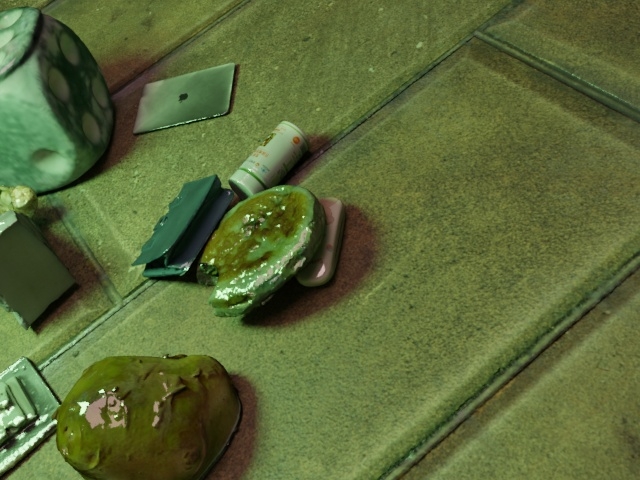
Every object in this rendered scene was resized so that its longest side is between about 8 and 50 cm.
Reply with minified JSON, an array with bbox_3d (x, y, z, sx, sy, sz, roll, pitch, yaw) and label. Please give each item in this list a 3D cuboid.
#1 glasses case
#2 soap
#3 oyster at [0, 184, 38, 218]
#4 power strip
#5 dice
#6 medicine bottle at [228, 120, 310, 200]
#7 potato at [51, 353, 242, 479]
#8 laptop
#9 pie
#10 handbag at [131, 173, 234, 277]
[{"bbox_3d":[0.000,0.000,1.429,0.081,0.051,0.204,-5,52,20],"label":"glasses case"},{"bbox_3d":[-0.684,0.007,1.565,0.159,0.258,0.302,-43,50,-12],"label":"soap"},{"bbox_3d":[-0.793,-0.080,1.758,0.294,0.094,0.166,19,102,25],"label":"oyster"},{"bbox_3d":[-0.618,0.334,1.412,0.198,0.064,0.213,-42,50,-15],"label":"power strip"},{"bbox_3d":[-0.733,-0.337,1.793,0.330,0.348,0.328,-13,49,11],"label":"dice"},{"bbox_3d":[-0.109,-0.167,1.580,0.086,0.086,0.183,25,66,35],"label":"medicine bottle"},{"bbox_3d":[-0.300,0.293,1.234,0.299,0.196,0.247,-21,50,3],"label":"potato"},{"bbox_3d":[-0.347,-0.361,1.874,0.269,0.015,0.188,-10,51,15],"label":"laptop"},{"bbox_3d":[-0.119,0.010,1.420,0.302,0.067,0.303,-24,40,22],"label":"pie"},{"bbox_3d":[-0.291,-0.031,1.531,0.179,0.062,0.229,-7,46,48],"label":"handbag"}]
